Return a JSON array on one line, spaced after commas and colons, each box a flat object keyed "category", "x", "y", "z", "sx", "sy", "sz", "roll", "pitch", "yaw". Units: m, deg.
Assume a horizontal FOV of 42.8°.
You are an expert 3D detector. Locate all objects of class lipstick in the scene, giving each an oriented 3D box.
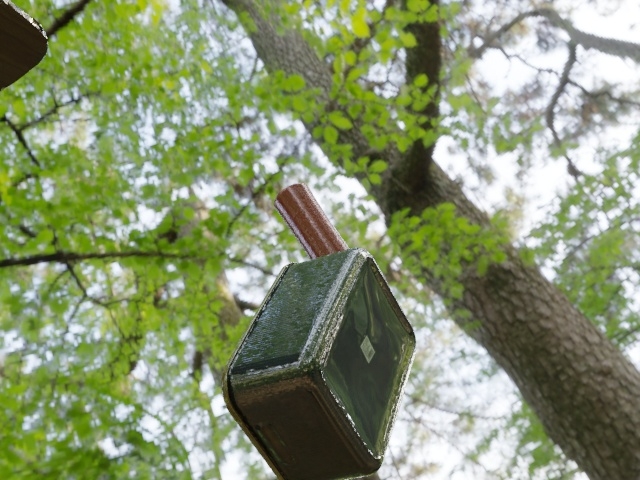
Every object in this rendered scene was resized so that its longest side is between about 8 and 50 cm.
[{"category": "lipstick", "x": 0.000, "y": 0.000, "z": 1.493, "sx": 0.080, "sy": 0.241, "sz": 0.080, "roll": -25, "pitch": -30, "yaw": -16}]

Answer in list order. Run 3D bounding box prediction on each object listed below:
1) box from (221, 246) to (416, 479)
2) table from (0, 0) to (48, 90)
[{"category": "box", "x": 0.010, "y": 0.110, "z": 0.740, "sx": 0.090, "sy": 0.201, "sz": 0.145, "roll": -18, "pitch": -66, "yaw": 29}, {"category": "table", "x": -0.483, "y": -0.283, "z": 0.831, "sx": 0.317, "sy": 0.249, "sz": 0.317, "roll": -11, "pitch": -24, "yaw": -5}]
